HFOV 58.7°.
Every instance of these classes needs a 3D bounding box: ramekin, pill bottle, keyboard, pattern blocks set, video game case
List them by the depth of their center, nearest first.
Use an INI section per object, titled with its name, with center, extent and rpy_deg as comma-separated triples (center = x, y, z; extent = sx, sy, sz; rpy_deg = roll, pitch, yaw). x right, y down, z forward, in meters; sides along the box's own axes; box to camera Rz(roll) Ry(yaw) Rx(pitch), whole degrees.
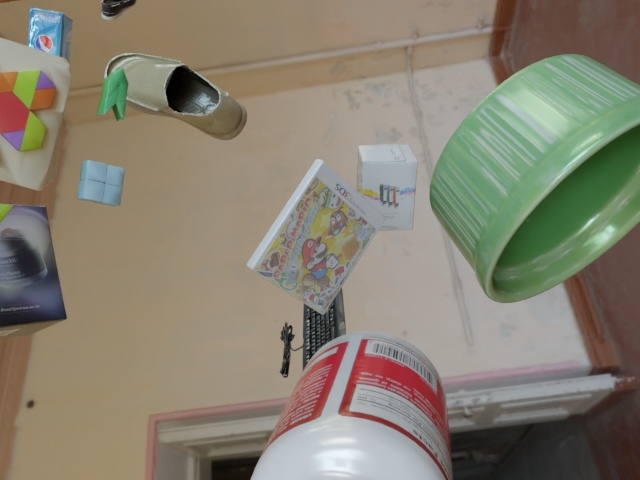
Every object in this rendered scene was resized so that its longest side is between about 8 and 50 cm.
[pattern blocks set]
center = -0.341, -0.141, 0.555
extent = 0.325, 0.026, 0.285
rpy_deg = -3, -88, -45
[pill bottle]
center = 0.044, 0.281, 0.691
extent = 0.408, 0.229, 0.229
rpy_deg = -46, -51, -74
[ramekin]
center = 0.284, -0.076, 0.708
extent = 0.148, 0.303, 0.303
rpy_deg = 55, 167, 33
[video game case]
center = 0.000, 0.000, 1.044
extent = 0.206, 0.227, 0.026
rpy_deg = 37, 174, -40
[keyboard]
center = -0.026, 0.236, 1.357
extent = 0.033, 0.201, 0.317
rpy_deg = 47, -159, -25

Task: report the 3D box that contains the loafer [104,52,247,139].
[loafer]
center = -0.250, -0.258, 0.955
extent = 0.092, 0.268, 0.102
rpy_deg = 74, -141, -75

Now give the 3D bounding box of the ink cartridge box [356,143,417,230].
[ink cartridge box]
center = 0.153, -0.127, 1.347
extent = 0.128, 0.127, 0.176
rpy_deg = -96, 6, -64

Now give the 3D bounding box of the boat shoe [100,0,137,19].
[boat shoe]
center = -0.438, -0.525, 1.236
extent = 0.038, 0.046, 0.125
rpy_deg = 106, -173, -50

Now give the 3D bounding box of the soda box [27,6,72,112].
[soda box]
center = -0.582, -0.378, 1.216
extent = 0.071, 0.067, 0.210
rpy_deg = -122, 42, -77

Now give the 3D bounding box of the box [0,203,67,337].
[box]
center = -0.782, 0.075, 1.298
extent = 0.296, 0.182, 0.294
rpy_deg = -1, -108, -57
